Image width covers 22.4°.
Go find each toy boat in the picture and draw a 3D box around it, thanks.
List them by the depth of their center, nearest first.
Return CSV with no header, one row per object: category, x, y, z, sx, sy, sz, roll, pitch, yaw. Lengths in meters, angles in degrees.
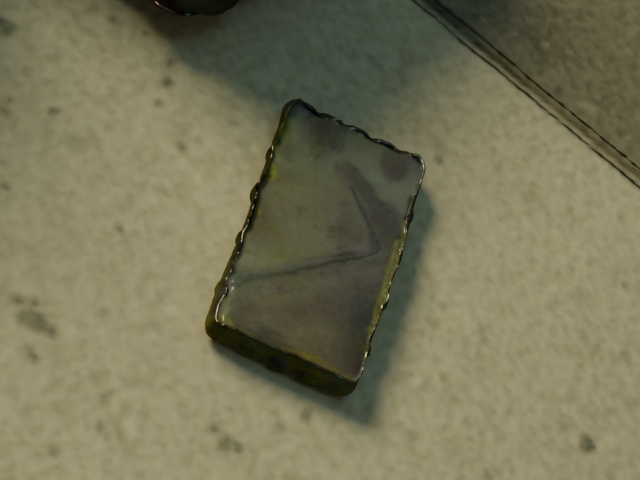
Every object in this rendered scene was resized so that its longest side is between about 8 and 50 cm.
toy boat,0.000,0.000,0.611,0.063,0.016,0.115,26,53,-8

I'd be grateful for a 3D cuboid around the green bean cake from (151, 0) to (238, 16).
green bean cake,-0.056,-0.196,0.661,0.181,0.094,0.173,41,53,4
